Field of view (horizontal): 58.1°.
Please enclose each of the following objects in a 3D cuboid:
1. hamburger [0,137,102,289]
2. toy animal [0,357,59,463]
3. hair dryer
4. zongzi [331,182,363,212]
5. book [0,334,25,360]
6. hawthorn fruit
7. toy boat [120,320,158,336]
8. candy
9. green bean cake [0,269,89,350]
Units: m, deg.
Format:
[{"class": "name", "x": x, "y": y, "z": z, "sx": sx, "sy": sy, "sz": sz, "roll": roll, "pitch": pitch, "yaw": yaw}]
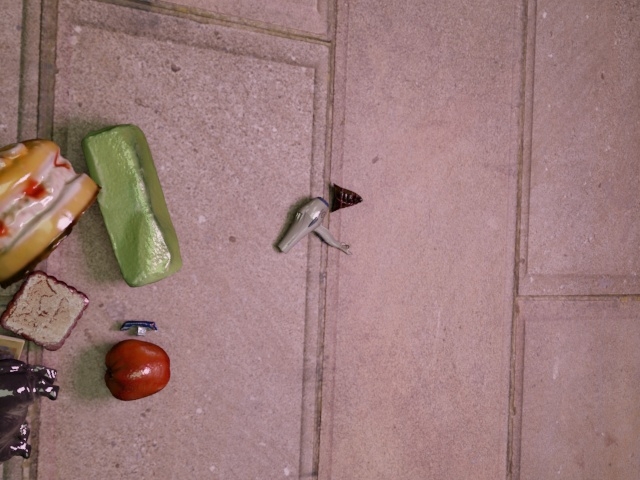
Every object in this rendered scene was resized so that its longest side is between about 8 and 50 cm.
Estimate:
[{"class": "hamburger", "x": -0.577, "y": -0.055, "z": 1.058, "sx": 0.186, "sy": 0.261, "sz": 0.303, "roll": 45, "pitch": 75, "yaw": -28}, {"class": "toy animal", "x": -0.651, "y": 0.386, "z": 1.108, "sx": 0.343, "sy": 0.106, "sz": 0.168, "roll": -52, "pitch": 125, "yaw": -5}, {"class": "hair dryer", "x": -0.019, "y": 0.006, "z": 1.466, "sx": 0.167, "sy": 0.067, "sz": 0.199, "roll": -37, "pitch": 120, "yaw": -12}, {"class": "zongzi", "x": 0.058, "y": -0.118, "z": 1.489, "sx": 0.083, "sy": 0.067, "sz": 0.073, "roll": -18, "pitch": 106, "yaw": -7}, {"class": "book", "x": -0.695, "y": 0.264, "z": 1.125, "sx": 0.168, "sy": 0.013, "sz": 0.192, "roll": 18, "pitch": 98, "yaw": -25}, {"class": "hawthorn fruit", "x": -0.388, "y": 0.275, "z": 1.234, "sx": 0.138, "sy": 0.133, "sz": 0.133, "roll": 3, "pitch": 89, "yaw": -35}, {"class": "toy boat", "x": -0.401, "y": 0.197, "z": 1.278, "sx": 0.083, "sy": 0.038, "sz": 0.038, "roll": 5, "pitch": 88, "yaw": -26}, {"class": "candy", "x": -0.397, "y": -0.076, "z": 1.228, "sx": 0.132, "sy": 0.142, "sz": 0.344, "roll": -16, "pitch": 95, "yaw": -9}, {"class": "green bean cake", "x": -0.566, "y": 0.144, "z": 1.187, "sx": 0.135, "sy": 0.056, "sz": 0.135, "roll": 35, "pitch": 75, "yaw": -23}]
